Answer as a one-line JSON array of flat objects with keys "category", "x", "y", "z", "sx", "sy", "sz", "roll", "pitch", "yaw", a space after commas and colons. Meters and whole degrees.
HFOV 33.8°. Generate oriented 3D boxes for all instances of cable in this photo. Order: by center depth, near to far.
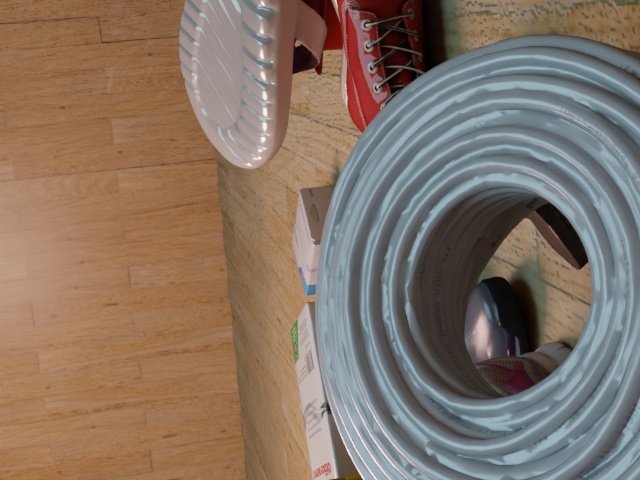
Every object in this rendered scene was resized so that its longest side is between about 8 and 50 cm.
[{"category": "cable", "x": 0.100, "y": 0.031, "z": 0.505, "sx": 0.257, "sy": 0.089, "sz": 0.257, "roll": 10, "pitch": 91, "yaw": 47}]

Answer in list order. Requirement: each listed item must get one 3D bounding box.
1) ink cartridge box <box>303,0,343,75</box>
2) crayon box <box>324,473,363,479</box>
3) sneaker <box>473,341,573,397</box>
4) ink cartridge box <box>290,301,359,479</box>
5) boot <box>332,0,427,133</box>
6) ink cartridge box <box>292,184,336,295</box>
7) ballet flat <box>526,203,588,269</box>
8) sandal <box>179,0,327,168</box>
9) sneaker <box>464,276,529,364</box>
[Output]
[{"category": "ink cartridge box", "x": 0.010, "y": -0.285, "z": 1.061, "sx": 0.134, "sy": 0.077, "sz": 0.231, "roll": 94, "pitch": 164, "yaw": -45}, {"category": "crayon box", "x": -0.019, "y": 0.290, "z": 1.037, "sx": 0.165, "sy": 0.278, "sz": 0.081, "roll": 113, "pitch": 147, "yaw": -68}, {"category": "sneaker", "x": 0.132, "y": 0.129, "z": 0.614, "sx": 0.252, "sy": 0.111, "sz": 0.103, "roll": -163, "pitch": 67, "yaw": -77}, {"category": "ink cartridge box", "x": 0.029, "y": 0.184, "z": 1.223, "sx": 0.153, "sy": 0.086, "sz": 0.209, "roll": 120, "pitch": 143, "yaw": -71}, {"category": "boot", "x": 0.065, "y": -0.155, "z": 0.863, "sx": 0.244, "sy": 0.088, "sz": 0.176, "roll": 83, "pitch": 172, "yaw": -45}, {"category": "ink cartridge box", "x": 0.000, "y": 0.000, "z": 1.349, "sx": 0.122, "sy": 0.052, "sz": 0.089, "roll": 98, "pitch": 161, "yaw": -56}, {"category": "ballet flat", "x": 0.133, "y": -0.052, "z": 0.669, "sx": 0.084, "sy": 0.058, "sz": 0.250, "roll": 48, "pitch": -174, "yaw": -19}, {"category": "sandal", "x": -0.047, "y": -0.212, "z": 0.969, "sx": 0.169, "sy": 0.102, "sz": 0.416, "roll": 56, "pitch": 156, "yaw": 22}, {"category": "sneaker", "x": 0.096, "y": 0.118, "z": 0.823, "sx": 0.224, "sy": 0.098, "sz": 0.083, "roll": 95, "pitch": 164, "yaw": -47}]
